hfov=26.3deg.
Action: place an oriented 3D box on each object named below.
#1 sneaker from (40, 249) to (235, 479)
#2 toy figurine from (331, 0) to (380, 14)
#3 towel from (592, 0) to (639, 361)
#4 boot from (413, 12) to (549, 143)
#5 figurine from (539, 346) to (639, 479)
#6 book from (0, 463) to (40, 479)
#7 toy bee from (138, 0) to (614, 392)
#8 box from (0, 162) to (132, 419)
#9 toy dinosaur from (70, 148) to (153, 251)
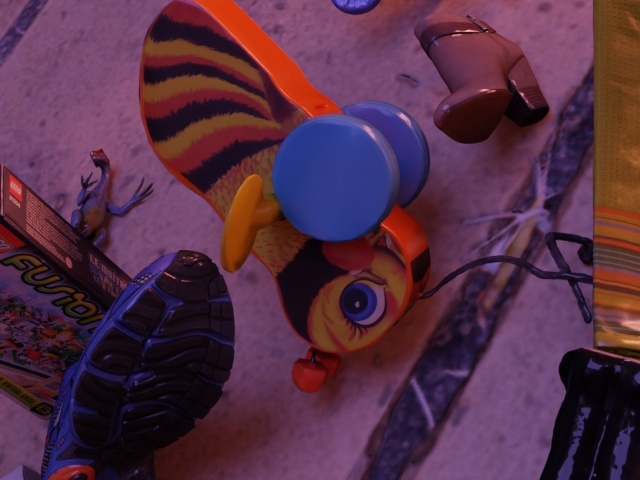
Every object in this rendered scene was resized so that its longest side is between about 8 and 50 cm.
[{"bbox_3d":[-0.118,0.086,0.792,0.221,0.083,0.087,-58,32,30],"label":"sneaker"},{"bbox_3d":[0.030,-0.262,0.891,0.362,0.191,0.217,23,95,8],"label":"toy figurine"},{"bbox_3d":[0.199,-0.037,0.753,0.102,0.021,0.237,10,61,-7],"label":"towel"},{"bbox_3d":[0.086,-0.104,0.837,0.087,0.118,0.042,53,124,24],"label":"boot"},{"bbox_3d":[0.185,0.178,0.632,0.215,0.092,0.209,13,76,32],"label":"figurine"},{"bbox_3d":[-0.226,0.217,0.852,0.144,0.035,0.096,-34,50,8],"label":"book"},{"bbox_3d":[0.000,0.000,0.782,0.298,0.195,0.162,43,111,28],"label":"toy bee"},{"bbox_3d":[-0.178,0.038,0.818,0.114,0.207,0.036,-20,54,16],"label":"box"},{"bbox_3d":[-0.165,-0.024,0.958,0.090,0.047,0.082,-35,33,18],"label":"toy dinosaur"}]
